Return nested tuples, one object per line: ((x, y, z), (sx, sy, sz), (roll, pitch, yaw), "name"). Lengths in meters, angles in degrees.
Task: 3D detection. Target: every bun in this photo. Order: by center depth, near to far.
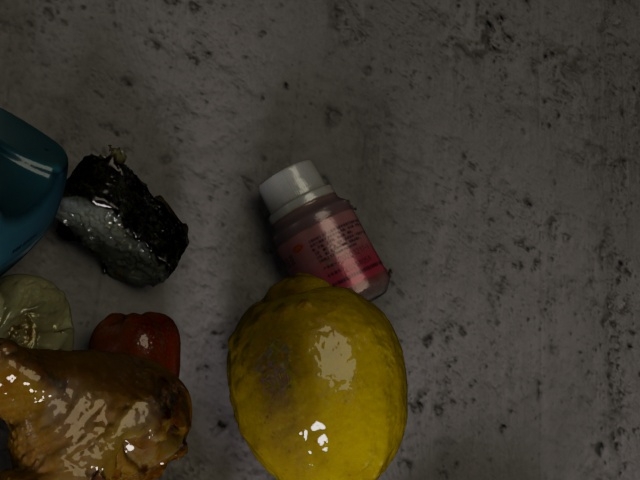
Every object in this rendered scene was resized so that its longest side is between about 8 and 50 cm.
((-0.410, 0.129, 1.746), (0.164, 0.111, 0.188), (51, 48, -10), "bun")

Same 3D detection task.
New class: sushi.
((-0.296, -0.029, 1.890), (0.212, 0.147, 0.115), (44, 43, -30), "sushi")

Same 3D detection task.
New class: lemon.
((0.000, 0.217, 1.883), (0.285, 0.285, 0.316), (-46, 117, -38), "lemon")

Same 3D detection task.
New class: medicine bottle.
((0.000, 0.000, 2.057), (0.147, 0.147, 0.247), (-24, 82, -38), "medicine bottle")

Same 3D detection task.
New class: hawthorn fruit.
((-0.259, 0.169, 1.822), (0.132, 0.133, 0.138), (-3, 85, -34), "hawthorn fruit")

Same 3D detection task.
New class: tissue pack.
((-0.478, -0.036, 1.700), (0.198, 0.206, 0.287), (33, 28, 1), "tissue pack")

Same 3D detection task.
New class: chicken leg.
((-0.354, 0.234, 1.612), (0.409, 0.182, 0.295), (33, 65, -29), "chicken leg")
